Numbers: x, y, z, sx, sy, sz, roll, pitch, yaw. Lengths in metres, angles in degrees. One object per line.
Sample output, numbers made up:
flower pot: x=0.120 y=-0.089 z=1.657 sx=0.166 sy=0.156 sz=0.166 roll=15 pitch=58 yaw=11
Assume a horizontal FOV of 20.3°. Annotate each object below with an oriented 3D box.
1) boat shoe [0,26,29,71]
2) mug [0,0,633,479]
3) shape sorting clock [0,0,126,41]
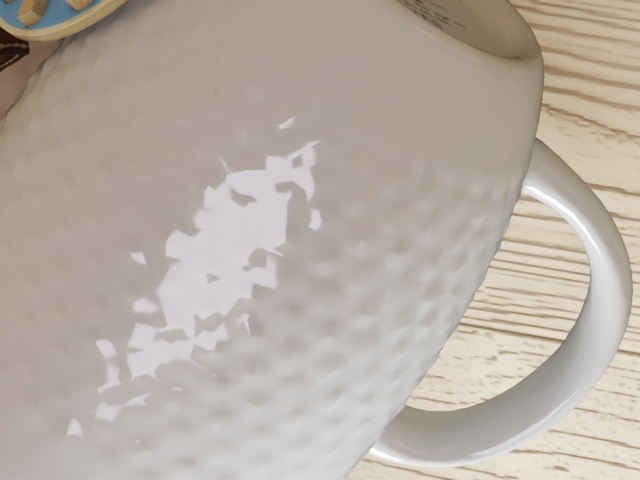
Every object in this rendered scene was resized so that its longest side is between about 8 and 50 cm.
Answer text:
boat shoe: x=-0.302 y=-0.058 z=1.103 sx=0.324 sy=0.122 sz=0.120 roll=-21 pitch=86 yaw=33
mug: x=0.000 y=0.000 z=1.002 sx=0.374 sy=0.276 sz=0.328 roll=29 pitch=115 yaw=-18
shape sorting clock: x=-0.105 y=-0.194 z=0.942 sx=0.206 sy=0.206 sz=0.040 roll=-31 pitch=127 yaw=27
